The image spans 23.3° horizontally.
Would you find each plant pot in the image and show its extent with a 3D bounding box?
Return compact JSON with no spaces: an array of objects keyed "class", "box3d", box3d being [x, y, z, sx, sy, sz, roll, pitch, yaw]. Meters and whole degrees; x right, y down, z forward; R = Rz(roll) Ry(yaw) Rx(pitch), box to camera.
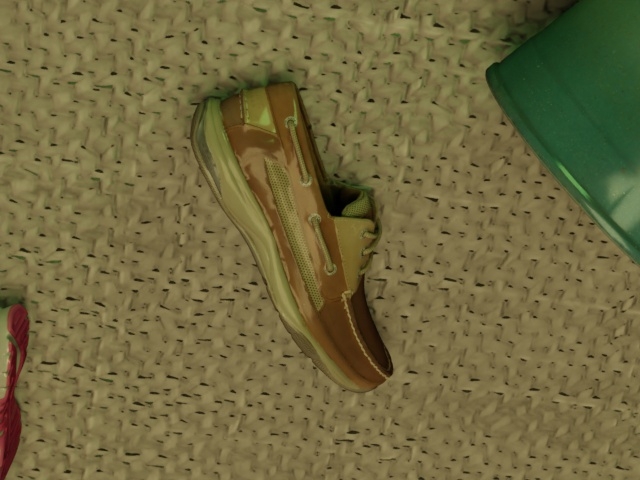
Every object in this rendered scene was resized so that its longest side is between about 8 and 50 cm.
[{"class":"plant pot","box3d":[0.320,-0.127,1.272,0.272,0.271,0.255,41,108,-19]}]

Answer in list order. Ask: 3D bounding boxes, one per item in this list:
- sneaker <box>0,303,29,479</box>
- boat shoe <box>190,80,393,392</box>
[{"class":"sneaker","box3d":[-0.353,0.170,1.516,0.111,0.103,0.252,10,110,-1]},{"class":"boat shoe","box3d":[0.000,0.000,1.418,0.116,0.123,0.324,-25,116,9]}]
